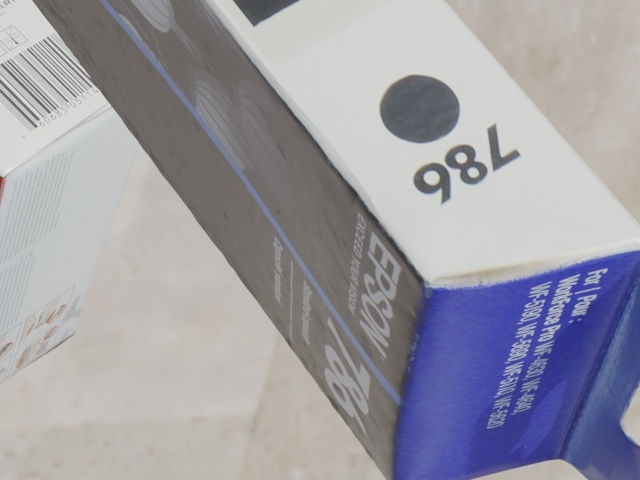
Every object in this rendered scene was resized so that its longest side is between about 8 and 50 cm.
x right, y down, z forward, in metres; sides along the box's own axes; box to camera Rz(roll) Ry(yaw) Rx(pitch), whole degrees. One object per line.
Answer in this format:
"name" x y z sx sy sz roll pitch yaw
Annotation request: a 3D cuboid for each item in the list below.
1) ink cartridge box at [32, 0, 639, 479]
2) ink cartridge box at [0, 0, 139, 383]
"ink cartridge box" -0.005 -0.038 0.577 0.065 0.332 0.165 -33 157 -16
"ink cartridge box" -0.265 -0.075 1.172 0.130 0.272 0.309 -37 164 -34
